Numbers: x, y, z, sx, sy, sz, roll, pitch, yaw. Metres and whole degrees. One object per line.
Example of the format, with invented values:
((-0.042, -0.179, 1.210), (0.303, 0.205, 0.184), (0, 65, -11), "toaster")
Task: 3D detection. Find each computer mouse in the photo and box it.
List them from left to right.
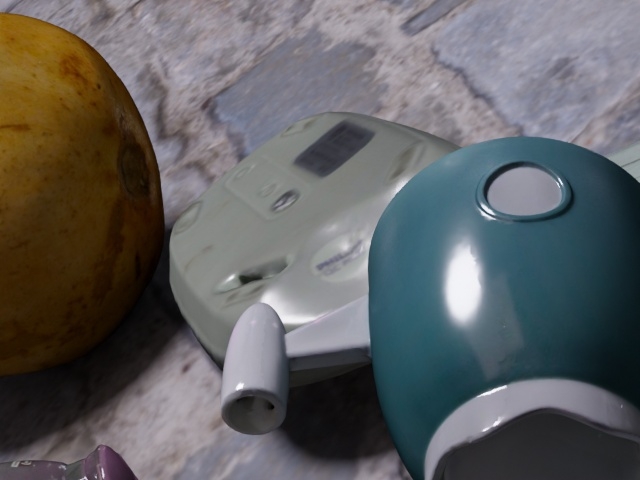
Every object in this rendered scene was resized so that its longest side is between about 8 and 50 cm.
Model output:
((0.003, 0.005, 1.227), (0.197, 0.095, 0.331), (-35, 18, -4), "computer mouse")

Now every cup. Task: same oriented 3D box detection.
((0.101, 0.065, 0.937), (0.300, 0.167, 0.173), (-3, 37, 4), "cup")

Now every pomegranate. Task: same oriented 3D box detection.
((-0.244, -0.031, 1.375), (0.264, 0.264, 0.264), (-27, 27, 15), "pomegranate")

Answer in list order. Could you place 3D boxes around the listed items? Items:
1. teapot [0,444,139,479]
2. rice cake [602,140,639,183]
((-0.162, 0.181, 1.102), (0.146, 0.116, 0.148), (-23, 23, 1), "teapot")
((0.211, -0.031, 1.075), (0.198, 0.037, 0.189), (-25, 15, 14), "rice cake")
